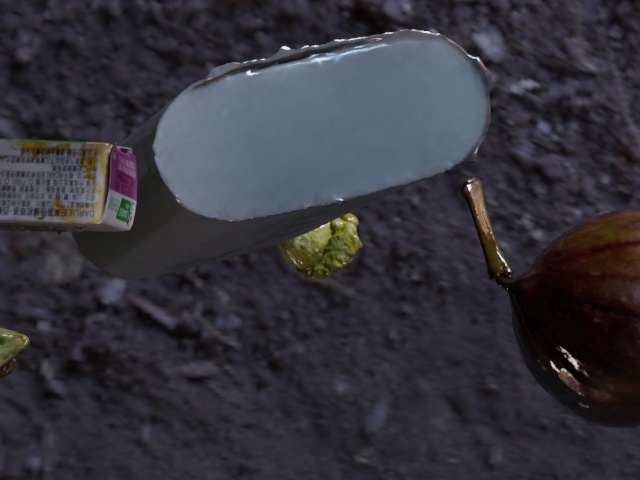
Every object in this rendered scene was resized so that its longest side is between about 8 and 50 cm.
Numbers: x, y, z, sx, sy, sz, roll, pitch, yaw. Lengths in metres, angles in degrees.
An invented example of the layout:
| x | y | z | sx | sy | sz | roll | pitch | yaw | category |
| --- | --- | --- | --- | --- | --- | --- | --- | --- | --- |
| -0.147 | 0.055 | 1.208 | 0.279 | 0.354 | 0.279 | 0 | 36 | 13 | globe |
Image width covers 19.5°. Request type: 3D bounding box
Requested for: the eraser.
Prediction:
| x | y | z | sx | sy | sz | roll | pitch | yaw | category |
| --- | --- | --- | --- | --- | --- | --- | --- | --- | --- |
| -0.029 | -0.041 | 0.984 | 0.227 | 0.174 | 0.081 | 154 | 103 | -71 | eraser |

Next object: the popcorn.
| x | y | z | sx | sy | sz | roll | pitch | yaw | category |
| --- | --- | --- | --- | --- | --- | --- | --- | --- | --- |
| -0.002 | 0.002 | 1.533 | 0.083 | 0.068 | 0.060 | 25 | 108 | 40 | popcorn |

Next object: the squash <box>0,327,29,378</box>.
| x | y | z | sx | sy | sz | roll | pitch | yaw | category |
| --- | --- | --- | --- | --- | --- | --- | --- | --- | --- |
| -0.337 | 0.065 | 1.302 | 0.287 | 0.137 | 0.137 | -2 | 79 | 38 | squash |

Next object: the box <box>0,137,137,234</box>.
| x | y | z | sx | sy | sz | roll | pitch | yaw | category |
| --- | --- | --- | --- | --- | --- | --- | --- | --- | --- |
| -0.184 | -0.026 | 0.807 | 0.207 | 0.050 | 0.041 | 2 | 85 | 8 | box |

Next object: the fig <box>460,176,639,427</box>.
| x | y | z | sx | sy | sz | roll | pitch | yaw | category |
| --- | --- | --- | --- | --- | --- | --- | --- | --- | --- |
| 0.241 | 0.065 | 1.698 | 0.186 | 0.249 | 0.204 | -117 | 43 | -57 | fig |
